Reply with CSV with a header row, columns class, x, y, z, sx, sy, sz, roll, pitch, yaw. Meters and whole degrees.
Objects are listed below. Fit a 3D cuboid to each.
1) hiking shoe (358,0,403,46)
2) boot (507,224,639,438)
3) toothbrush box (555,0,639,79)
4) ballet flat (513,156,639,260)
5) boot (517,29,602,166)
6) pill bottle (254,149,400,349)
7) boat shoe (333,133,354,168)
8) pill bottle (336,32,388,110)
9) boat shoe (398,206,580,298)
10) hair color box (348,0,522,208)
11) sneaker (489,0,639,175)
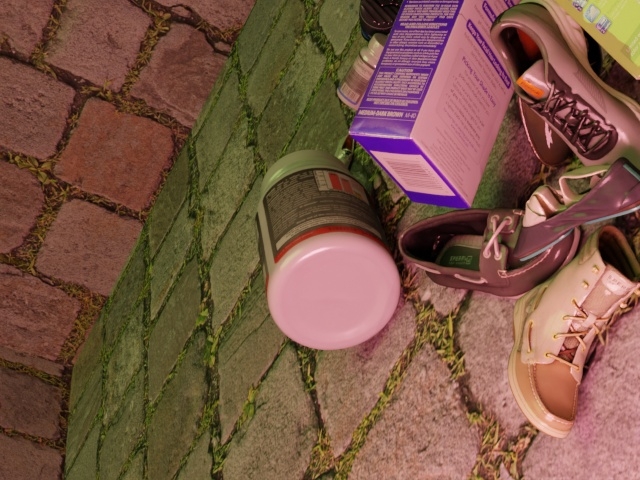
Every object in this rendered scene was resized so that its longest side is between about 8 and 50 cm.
class,x,y,z,sx,sy,sz,roll,pitch,yaw
hiking shoe,0.139,-0.526,2.224,0.132,0.113,0.304,118,177,-72
boot,0.283,0.096,1.250,0.165,0.077,0.213,-51,20,38
toothbrush box,0.357,-0.337,1.272,0.283,0.122,0.206,53,125,32
ballet flat,0.282,-0.041,1.296,0.203,0.074,0.074,-30,42,49
boot,0.297,-0.192,1.414,0.106,0.082,0.219,-115,21,-74
pill bottle,0.000,0.000,1.890,0.210,0.210,0.363,-60,21,23
boat shoe,0.046,-0.163,2.202,0.035,0.035,0.100,-44,24,54
pill bottle,0.095,-0.319,2.167,0.137,0.078,0.078,-56,23,29
boat shoe,0.208,0.012,1.503,0.335,0.095,0.112,-10,60,67
hair color box,0.177,-0.236,1.531,0.110,0.185,0.339,10,68,38
sneaker,0.285,-0.157,1.310,0.271,0.108,0.100,57,138,11
